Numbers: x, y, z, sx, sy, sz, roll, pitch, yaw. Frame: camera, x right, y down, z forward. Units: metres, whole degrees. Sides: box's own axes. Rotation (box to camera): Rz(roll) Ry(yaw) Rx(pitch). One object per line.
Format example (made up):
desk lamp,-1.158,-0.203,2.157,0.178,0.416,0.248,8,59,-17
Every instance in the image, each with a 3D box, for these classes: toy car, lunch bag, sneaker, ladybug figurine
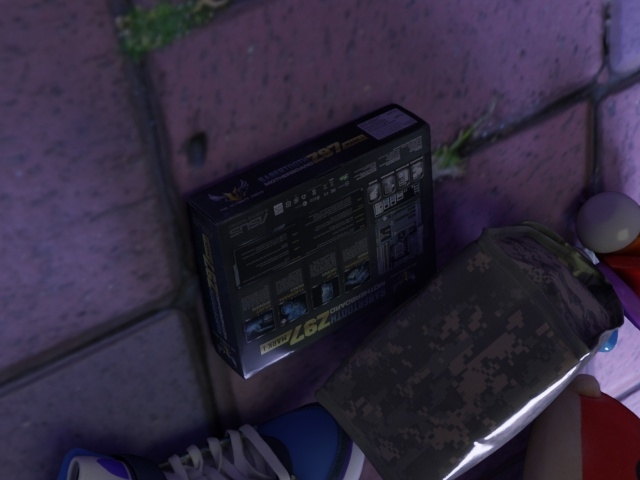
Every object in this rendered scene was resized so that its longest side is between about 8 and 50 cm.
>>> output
toy car,0.334,0.049,1.351,0.182,0.136,0.159,-47,136,-3
lunch bag,0.164,0.107,1.199,0.235,0.169,0.287,-44,166,18
sneaker,-0.123,0.235,1.118,0.323,0.130,0.236,-40,139,-2
ladybug figurine,0.330,0.381,1.455,0.305,0.162,0.449,-36,127,-66

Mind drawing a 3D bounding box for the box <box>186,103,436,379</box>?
box,0.000,0.000,1.111,0.233,0.059,0.183,-27,131,-23
